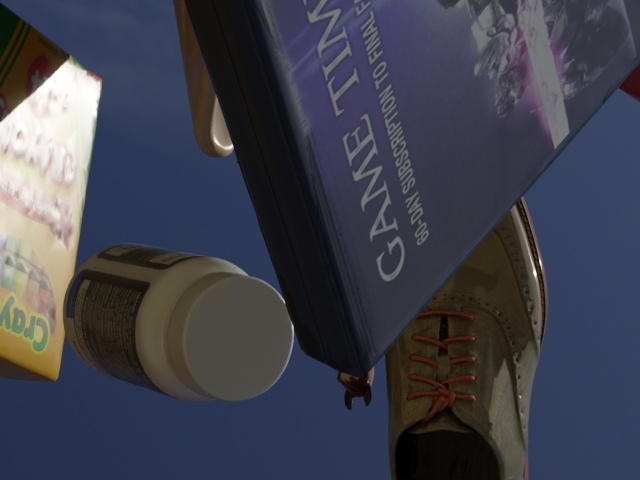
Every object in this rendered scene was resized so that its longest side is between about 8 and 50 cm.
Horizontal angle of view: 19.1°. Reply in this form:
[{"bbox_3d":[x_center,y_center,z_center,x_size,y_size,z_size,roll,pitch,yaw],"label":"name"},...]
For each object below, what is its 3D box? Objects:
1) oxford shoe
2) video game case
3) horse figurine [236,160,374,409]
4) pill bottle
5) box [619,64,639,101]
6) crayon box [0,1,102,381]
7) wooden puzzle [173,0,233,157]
[{"bbox_3d":[0.102,0.087,1.368,0.123,0.130,0.348,-5,-85,10],"label":"oxford shoe"},{"bbox_3d":[0.065,-0.122,0.487,0.026,0.196,0.274,23,-124,35],"label":"video game case"},{"bbox_3d":[0.000,0.000,1.486,0.066,0.174,0.263,-19,-158,-7],"label":"horse figurine"},{"bbox_3d":[-0.077,0.045,1.021,0.078,0.078,0.137,-42,-156,-22],"label":"pill bottle"},{"bbox_3d":[0.263,-0.132,1.098,0.232,0.127,0.148,32,-98,-2],"label":"box"},{"bbox_3d":[-0.270,-0.014,1.503,0.081,0.202,0.318,2,-104,21],"label":"crayon box"},{"bbox_3d":[-0.075,-0.293,1.535,0.080,0.348,0.322,-2,-138,-9],"label":"wooden puzzle"}]
